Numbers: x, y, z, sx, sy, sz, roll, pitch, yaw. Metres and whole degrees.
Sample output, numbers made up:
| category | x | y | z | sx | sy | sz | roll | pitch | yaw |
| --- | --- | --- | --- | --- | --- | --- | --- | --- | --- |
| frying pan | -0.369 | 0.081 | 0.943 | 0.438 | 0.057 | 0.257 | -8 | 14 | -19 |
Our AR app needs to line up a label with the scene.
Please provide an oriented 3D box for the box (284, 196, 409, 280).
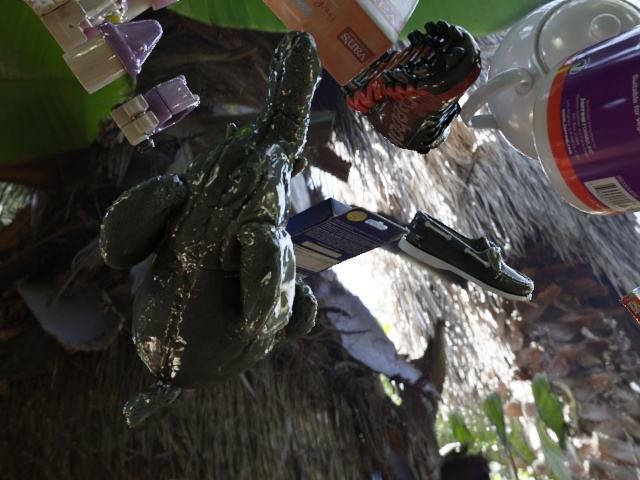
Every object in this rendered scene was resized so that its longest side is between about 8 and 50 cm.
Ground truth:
| category | x | y | z | sx | sy | sz | roll | pitch | yaw |
| --- | --- | --- | --- | --- | --- | --- | --- | --- | --- |
| box | 0.000 | 0.000 | 0.844 | 0.225 | 0.036 | 0.136 | -24 | -29 | 32 |

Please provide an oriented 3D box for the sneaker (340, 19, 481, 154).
| category | x | y | z | sx | sy | sz | roll | pitch | yaw |
| --- | --- | --- | --- | --- | --- | --- | --- | --- | --- |
| sneaker | 0.122 | -0.168 | 0.688 | 0.135 | 0.276 | 0.097 | 44 | -96 | -15 |

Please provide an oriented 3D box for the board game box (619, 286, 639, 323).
| category | x | y | z | sx | sy | sz | roll | pitch | yaw |
| --- | --- | --- | --- | --- | --- | --- | --- | --- | --- |
| board game box | 0.589 | 0.188 | 0.911 | 0.145 | 0.281 | 0.027 | -6 | -35 | -51 |

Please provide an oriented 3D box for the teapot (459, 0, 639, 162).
| category | x | y | z | sx | sy | sz | roll | pitch | yaw |
| --- | --- | --- | --- | --- | --- | --- | --- | --- | --- |
| teapot | 0.344 | -0.229 | 0.783 | 0.253 | 0.255 | 0.187 | 20 | -10 | 13 |

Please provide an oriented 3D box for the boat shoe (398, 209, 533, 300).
| category | x | y | z | sx | sy | sz | roll | pitch | yaw |
| --- | --- | --- | --- | --- | --- | --- | --- | --- | --- |
| boat shoe | 0.312 | 0.033 | 1.196 | 0.303 | 0.114 | 0.091 | 22 | -74 | -12 |

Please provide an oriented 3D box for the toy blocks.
| category | x | y | z | sx | sy | sz | roll | pitch | yaw |
| --- | --- | --- | --- | --- | --- | --- | --- | --- | --- |
| toy blocks | -0.191 | -0.306 | 0.648 | 0.260 | 0.288 | 0.309 | -35 | -82 | -8 |

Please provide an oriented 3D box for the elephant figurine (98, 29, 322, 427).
| category | x | y | z | sx | sy | sz | roll | pitch | yaw |
| --- | --- | --- | --- | --- | --- | --- | --- | --- | --- |
| elephant figurine | -0.076 | -0.004 | 0.438 | 0.170 | 0.186 | 0.239 | -8 | -34 | -17 |

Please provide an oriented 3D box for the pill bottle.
| category | x | y | z | sx | sy | sz | roll | pitch | yaw |
| --- | --- | --- | --- | --- | --- | --- | --- | --- | --- |
| pill bottle | 0.363 | -0.127 | 0.511 | 0.182 | 0.181 | 0.323 | 26 | -16 | -23 |

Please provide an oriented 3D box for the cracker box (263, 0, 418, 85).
| category | x | y | z | sx | sy | sz | roll | pitch | yaw |
| --- | --- | --- | --- | --- | --- | --- | --- | --- | --- |
| cracker box | 0.022 | -0.264 | 0.520 | 0.156 | 0.232 | 0.067 | 43 | -44 | -19 |
